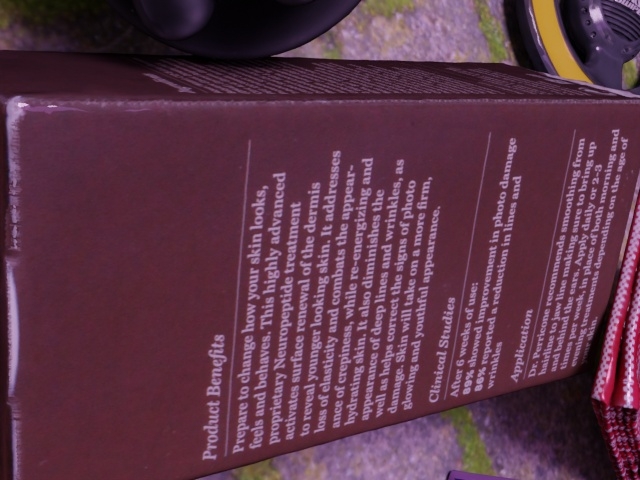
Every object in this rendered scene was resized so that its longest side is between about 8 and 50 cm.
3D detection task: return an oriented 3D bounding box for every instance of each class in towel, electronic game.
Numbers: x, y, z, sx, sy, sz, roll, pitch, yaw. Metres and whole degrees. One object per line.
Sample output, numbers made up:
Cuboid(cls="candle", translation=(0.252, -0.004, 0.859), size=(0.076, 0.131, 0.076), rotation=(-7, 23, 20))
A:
Cuboid(cls="towel", translation=(0.254, 0.077, 0.652), size=(0.275, 0.031, 0.199), rotation=(52, 53, -54))
Cuboid(cls="electronic game", translation=(0.260, -0.203, 0.769), size=(0.229, 0.048, 0.229), rotation=(6, 79, -31))

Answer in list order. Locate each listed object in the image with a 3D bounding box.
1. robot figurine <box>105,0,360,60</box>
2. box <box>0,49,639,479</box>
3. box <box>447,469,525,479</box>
Cuboid(cls="robot figurine", translation=(-0.040, -0.200, 0.461), size=(0.209, 0.174, 0.278), rotation=(20, 31, -9))
Cuboid(cls="box", translation=(0.000, 0.000, 0.484), size=(0.381, 0.143, 0.191), rotation=(-6, 113, -35))
Cuboid(cls="box", translation=(0.154, 0.285, 0.524), size=(0.117, 0.213, 0.243), rotation=(33, 66, -24))
